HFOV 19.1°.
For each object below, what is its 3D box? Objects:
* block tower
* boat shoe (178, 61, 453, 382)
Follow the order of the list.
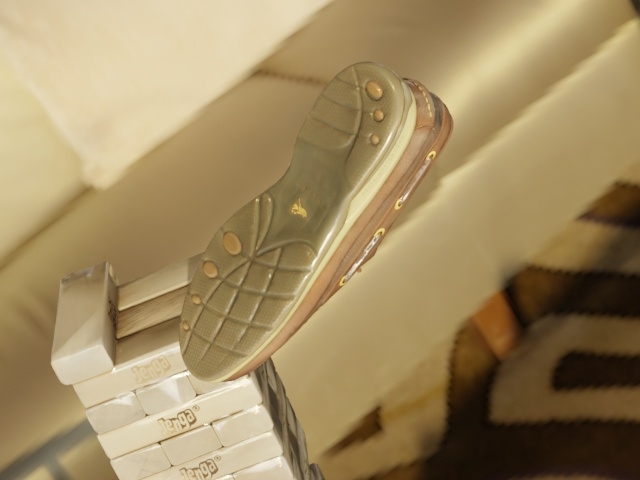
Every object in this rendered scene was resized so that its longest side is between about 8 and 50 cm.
[{"bbox_3d":[-0.038,0.162,1.066,0.097,0.335,0.091,-22,27,6],"label":"block tower"},{"bbox_3d":[0.000,-0.001,0.888,0.178,0.060,0.064,-54,50,19],"label":"boat shoe"}]
